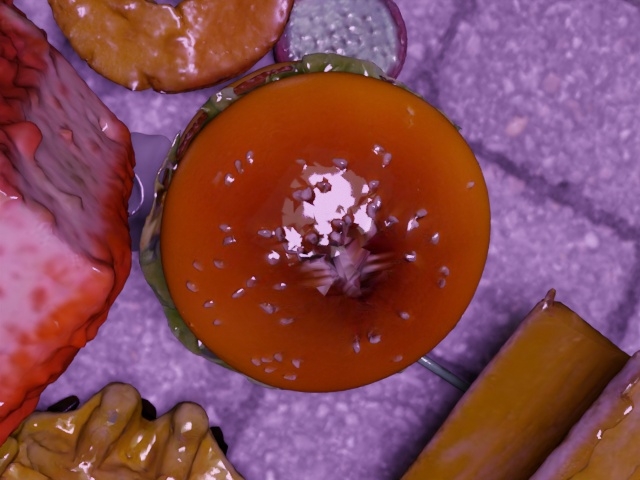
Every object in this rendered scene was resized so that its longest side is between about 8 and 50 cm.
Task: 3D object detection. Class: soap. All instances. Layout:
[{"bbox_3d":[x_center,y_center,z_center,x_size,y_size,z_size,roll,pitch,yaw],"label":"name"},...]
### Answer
[{"bbox_3d":[0.179,0.248,0.654,0.293,0.156,0.335,31,97,-28],"label":"soap"}]

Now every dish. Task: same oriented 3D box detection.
[{"bbox_3d":[-0.167,-0.033,0.702,0.137,0.039,0.091,-6,94,-8],"label":"dish"}]

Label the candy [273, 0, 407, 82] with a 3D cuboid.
[{"bbox_3d":[0.014,-0.149,0.715,0.103,0.043,0.103,0,91,-6],"label":"candy"}]

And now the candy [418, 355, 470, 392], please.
[{"bbox_3d":[0.136,0.128,0.747,0.201,0.060,0.060,32,89,2],"label":"candy"}]

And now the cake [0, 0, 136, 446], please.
[{"bbox_3d":[-0.287,-0.033,0.535,0.270,0.269,0.319,-44,114,14],"label":"cake"}]

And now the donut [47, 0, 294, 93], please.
[{"bbox_3d":[-0.102,-0.188,0.671,0.178,0.065,0.162,-4,104,11],"label":"donut"}]

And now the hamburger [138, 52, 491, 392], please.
[{"bbox_3d":[0.002,-0.001,0.639,0.245,0.170,0.246,-3,107,-10],"label":"hamburger"}]

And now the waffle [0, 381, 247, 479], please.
[{"bbox_3d":[-0.191,0.309,0.697,0.382,0.095,0.380,-25,97,-3],"label":"waffle"}]
